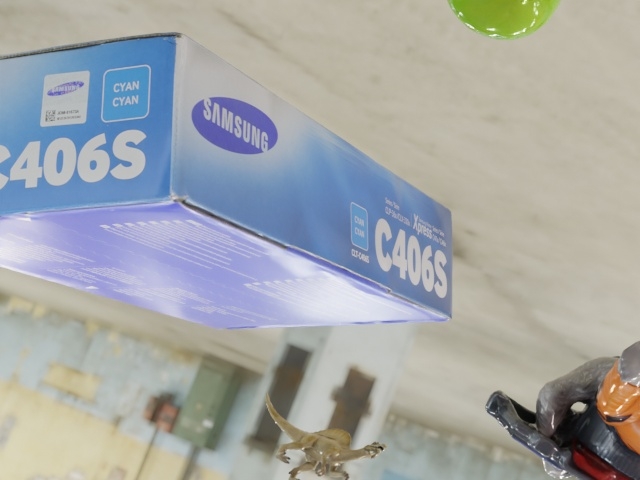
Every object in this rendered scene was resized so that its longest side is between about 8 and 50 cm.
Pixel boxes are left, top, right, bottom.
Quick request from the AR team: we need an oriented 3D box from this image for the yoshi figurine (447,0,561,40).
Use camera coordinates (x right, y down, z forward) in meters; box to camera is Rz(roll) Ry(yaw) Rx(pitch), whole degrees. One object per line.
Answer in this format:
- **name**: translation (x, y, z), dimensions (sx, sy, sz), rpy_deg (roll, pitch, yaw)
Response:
- **yoshi figurine**: translation (0.162, -0.321, 1.324), dimensions (0.203, 0.362, 0.203), rpy_deg (-30, 123, 23)

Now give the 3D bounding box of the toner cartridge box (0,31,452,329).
- **toner cartridge box**: translation (-0.061, -0.013, 0.738), dimensions (0.165, 0.075, 0.348), rpy_deg (-5, 167, 23)

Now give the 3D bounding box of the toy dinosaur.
- **toy dinosaur**: translation (-0.010, 0.246, 1.632), dimensions (0.183, 0.092, 0.053), rpy_deg (16, 128, 31)

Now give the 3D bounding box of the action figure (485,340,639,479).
- **action figure**: translation (0.336, 0.184, 1.213), dimensions (0.341, 0.178, 0.330), rpy_deg (34, 173, -2)
